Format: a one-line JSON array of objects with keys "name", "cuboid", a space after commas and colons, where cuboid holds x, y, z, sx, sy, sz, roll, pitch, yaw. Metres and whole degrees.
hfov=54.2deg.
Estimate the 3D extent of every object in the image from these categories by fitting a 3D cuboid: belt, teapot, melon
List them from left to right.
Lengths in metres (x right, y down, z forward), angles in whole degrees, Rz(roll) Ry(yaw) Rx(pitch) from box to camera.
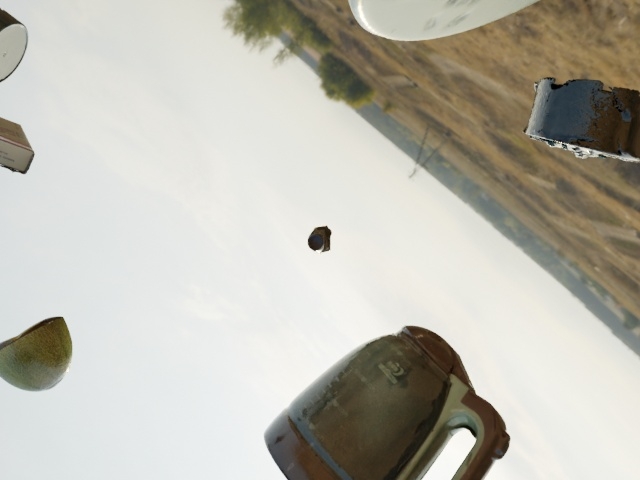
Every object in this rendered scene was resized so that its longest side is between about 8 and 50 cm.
[{"name": "melon", "cuboid": [-0.530, 0.222, 1.153, 0.128, 0.160, 0.079, 57, 177, -8]}, {"name": "teapot", "cuboid": [0.114, 0.292, 0.957, 0.233, 0.312, 0.315, 45, 178, -41]}, {"name": "belt", "cuboid": [0.228, -0.099, 0.531, 0.105, 0.058, 0.140, 18, -166, 18]}]

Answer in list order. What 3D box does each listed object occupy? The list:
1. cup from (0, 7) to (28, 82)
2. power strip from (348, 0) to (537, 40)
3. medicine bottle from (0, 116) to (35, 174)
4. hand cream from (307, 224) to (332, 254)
[{"name": "cup", "cuboid": [-0.541, -0.312, 0.918, 0.155, 0.131, 0.176, 31, -158, -5]}, {"name": "power strip", "cuboid": [0.140, -0.312, 0.496, 0.162, 0.357, 0.357, 68, -162, 7]}, {"name": "medicine bottle", "cuboid": [-0.633, -0.200, 1.156, 0.171, 0.052, 0.201, 23, -169, -38]}, {"name": "hand cream", "cuboid": [0.000, 0.000, 1.378, 0.163, 0.038, 0.062, -18, -83, -80]}]
